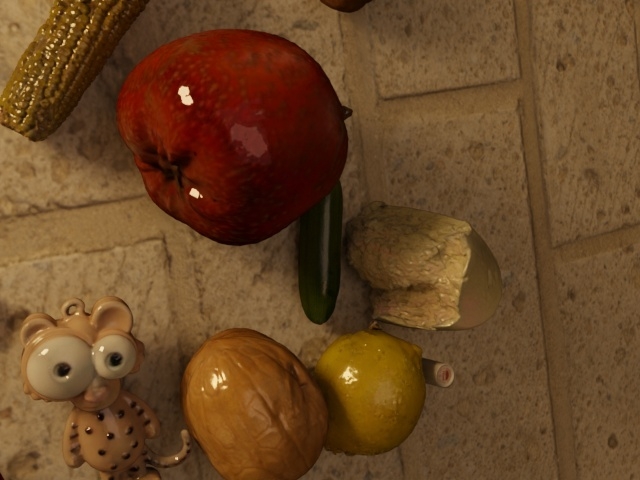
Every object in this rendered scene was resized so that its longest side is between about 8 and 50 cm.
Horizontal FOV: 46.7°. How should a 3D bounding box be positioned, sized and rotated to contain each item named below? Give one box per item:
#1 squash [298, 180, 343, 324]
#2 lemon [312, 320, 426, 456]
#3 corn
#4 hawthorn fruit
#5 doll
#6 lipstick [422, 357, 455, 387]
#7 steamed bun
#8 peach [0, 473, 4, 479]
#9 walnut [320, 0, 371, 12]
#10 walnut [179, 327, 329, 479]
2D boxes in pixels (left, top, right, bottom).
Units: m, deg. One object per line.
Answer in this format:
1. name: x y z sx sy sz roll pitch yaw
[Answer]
1. squash: 0.000 0.000 1.114 0.069 0.069 0.258 1 92 -31
2. lemon: 0.068 0.229 1.105 0.173 0.173 0.206 24 95 -29
3. corn: -0.289 -0.264 0.917 0.097 0.097 0.320 35 76 -27
4. hawthorn fruit: -0.094 -0.136 0.942 0.299 0.275 0.275 -17 101 -20
5. doll: -0.271 0.202 0.932 0.154 0.119 0.278 -26 107 -15
6. lipstick: 0.156 0.204 1.178 0.038 0.130 0.038 -1 92 -31
7. steamed bun: 0.151 0.052 1.114 0.200 0.225 0.170 46 70 -26
8. peach: -0.422 0.304 0.817 0.267 0.158 0.154 45 81 -22
9. walnut: 0.065 -0.423 1.119 0.207 0.115 0.116 -49 114 -28
10. walnut: -0.091 0.226 0.997 0.193 0.193 0.226 -44 115 -22
